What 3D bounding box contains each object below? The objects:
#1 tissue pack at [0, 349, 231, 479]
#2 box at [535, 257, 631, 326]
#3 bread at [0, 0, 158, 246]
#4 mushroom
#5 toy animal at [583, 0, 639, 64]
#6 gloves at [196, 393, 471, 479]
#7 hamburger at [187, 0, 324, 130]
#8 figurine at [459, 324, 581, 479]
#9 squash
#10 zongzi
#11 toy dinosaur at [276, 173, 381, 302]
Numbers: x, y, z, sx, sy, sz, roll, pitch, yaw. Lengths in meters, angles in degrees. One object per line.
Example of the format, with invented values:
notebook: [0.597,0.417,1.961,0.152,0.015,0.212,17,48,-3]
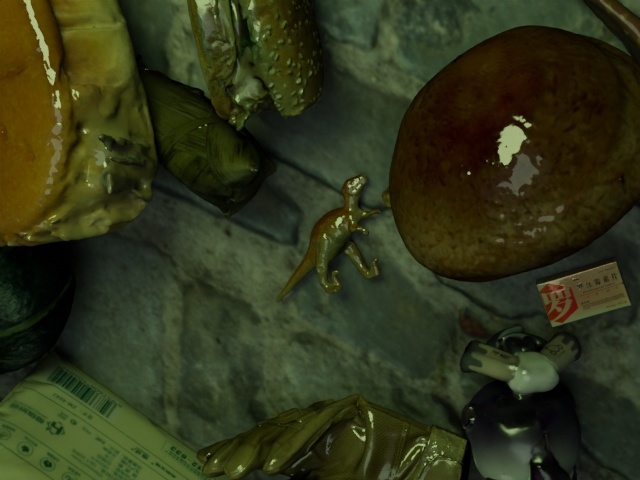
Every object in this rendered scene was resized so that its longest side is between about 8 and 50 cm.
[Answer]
tissue pack: [-0.290,0.358,1.116,0.380,0.297,0.207,38,112,-3]
box: [0.299,0.059,1.019,0.093,0.015,0.058,-18,108,18]
bread: [-0.320,-0.178,0.926,0.236,0.183,0.389,-23,85,38]
mushroom: [0.173,-0.085,0.872,0.195,0.263,0.283,21,151,-25]
toy animal: [0.358,-0.164,0.891,0.229,0.066,0.224,9,114,18]
gloves: [0.015,0.269,1.100,0.331,0.141,0.154,8,139,-1]
hamburger: [-0.068,-0.228,0.896,0.122,0.189,0.215,-11,107,6]
figurine: [0.244,0.220,1.033,0.145,0.145,0.222,-1,110,13]
squash: [-0.420,0.046,1.071,0.252,0.165,0.252,10,135,10]
zongzi: [-0.145,-0.120,0.948,0.205,0.204,0.094,41,87,-3]
toy dinosaur: [0.000,0.000,1.053,0.162,0.039,0.126,-13,98,22]
